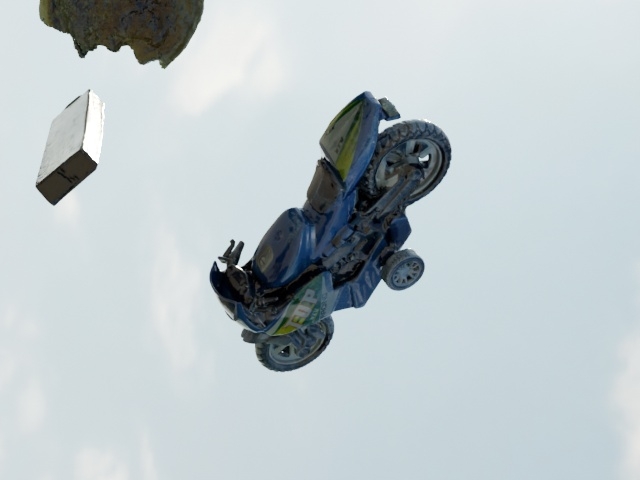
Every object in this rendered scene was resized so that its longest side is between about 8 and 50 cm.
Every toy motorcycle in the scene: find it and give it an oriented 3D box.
[{"bbox_3d":[0.000,0.000,1.414,0.254,0.136,0.092,-57,-136,25],"label":"toy motorcycle"}]

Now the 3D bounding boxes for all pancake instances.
[{"bbox_3d":[-0.146,-0.189,1.397,0.022,0.130,0.116,36,-63,59],"label":"pancake"}]

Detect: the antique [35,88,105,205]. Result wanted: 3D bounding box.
[{"bbox_3d":[-0.127,-0.051,0.968,0.031,0.015,0.192,-38,-166,4],"label":"antique"}]
